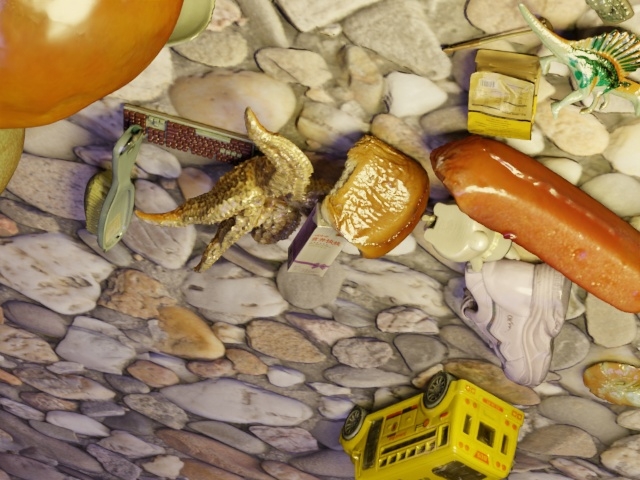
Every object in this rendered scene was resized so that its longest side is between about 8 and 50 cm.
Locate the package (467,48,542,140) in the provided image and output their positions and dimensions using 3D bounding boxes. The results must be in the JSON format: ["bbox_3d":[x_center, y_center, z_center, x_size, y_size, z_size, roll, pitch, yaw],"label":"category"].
[{"bbox_3d":[0.191,-0.140,1.301,0.071,0.047,0.131,10,147,9],"label":"package"}]

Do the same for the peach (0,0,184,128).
[{"bbox_3d":[-0.286,-0.259,1.098,0.342,0.343,0.301,3,-171,21],"label":"peach"}]

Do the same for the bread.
[{"bbox_3d":[0.068,-0.046,1.424,0.126,0.129,0.044,35,176,-29],"label":"bread"}]

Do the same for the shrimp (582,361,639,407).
[{"bbox_3d":[0.455,0.209,1.721,0.184,0.043,0.091,14,144,5],"label":"shrimp"}]

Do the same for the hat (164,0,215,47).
[{"bbox_3d":[-0.193,-0.260,1.285,0.166,0.081,0.122,-7,104,9],"label":"hat"}]

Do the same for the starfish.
[{"bbox_3d":[-0.061,-0.042,1.529,0.301,0.084,0.293,19,146,-38],"label":"starfish"}]

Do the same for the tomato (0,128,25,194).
[{"bbox_3d":[-0.498,-0.124,1.404,0.303,0.239,0.304,-7,132,-7],"label":"tomato"}]

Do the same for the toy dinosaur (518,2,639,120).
[{"bbox_3d":[0.268,-0.176,1.215,0.106,0.044,0.187,-12,132,17],"label":"toy dinosaur"}]

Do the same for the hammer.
[{"bbox_3d":[0.177,-0.203,1.246,0.122,0.014,0.029,-6,145,35],"label":"hammer"}]

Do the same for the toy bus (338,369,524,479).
[{"bbox_3d":[0.158,0.325,1.930,0.144,0.152,0.330,29,145,-22],"label":"toy bus"}]

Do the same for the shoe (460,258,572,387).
[{"bbox_3d":[0.243,0.104,1.617,0.137,0.095,0.245,15,145,9],"label":"shoe"}]

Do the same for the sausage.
[{"bbox_3d":[0.264,-0.022,1.404,0.330,0.102,0.102,30,146,-22],"label":"sausage"}]

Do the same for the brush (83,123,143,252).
[{"bbox_3d":[-0.272,-0.076,1.595,0.060,0.068,0.297,37,150,5],"label":"brush"}]

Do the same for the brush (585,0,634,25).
[{"bbox_3d":[0.231,-0.256,1.124,0.034,0.028,0.190,-11,138,36],"label":"brush"}]

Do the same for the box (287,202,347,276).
[{"bbox_3d":[0.000,0.000,1.487,0.050,0.036,0.117,10,147,-19],"label":"box"}]

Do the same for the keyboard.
[{"bbox_3d":[-0.161,-0.125,1.510,0.165,0.017,0.055,16,149,2],"label":"keyboard"}]

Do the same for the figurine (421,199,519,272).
[{"bbox_3d":[0.184,-0.018,1.479,0.081,0.098,0.146,-51,155,20],"label":"figurine"}]
